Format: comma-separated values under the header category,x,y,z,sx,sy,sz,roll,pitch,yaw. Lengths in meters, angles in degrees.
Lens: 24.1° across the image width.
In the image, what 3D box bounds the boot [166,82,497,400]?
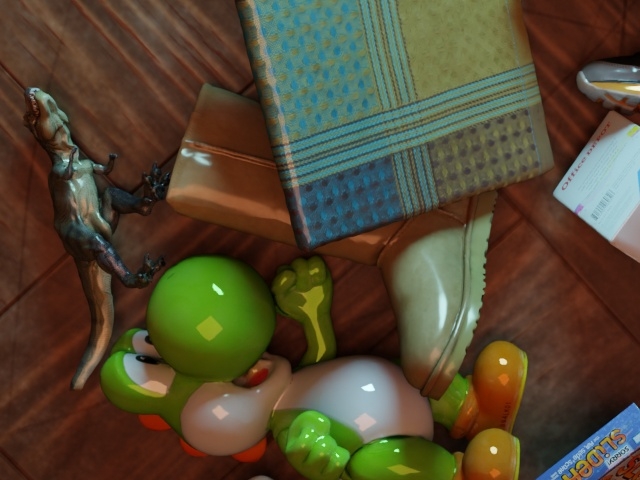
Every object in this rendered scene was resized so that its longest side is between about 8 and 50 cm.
category,x,y,z,sx,sy,sz,roll,pitch,yaw
boot,0.000,0.000,1.244,0.270,0.236,0.089,18,136,-4

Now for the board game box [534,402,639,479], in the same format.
category,x,y,z,sx,sy,sz,roll,pitch,yaw
board game box,0.250,0.215,1.284,0.136,0.201,0.035,-40,58,9

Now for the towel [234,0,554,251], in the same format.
category,x,y,z,sx,sy,sz,roll,pitch,yaw
towel,0.048,-0.202,1.201,0.271,0.040,0.370,-18,100,-30

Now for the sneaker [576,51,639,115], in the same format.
category,x,y,z,sx,sy,sz,roll,pitch,yaw
sneaker,0.322,-0.153,1.265,0.215,0.084,0.083,-5,87,-1

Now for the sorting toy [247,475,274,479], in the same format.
category,x,y,z,sx,sy,sz,roll,pitch,yaw
sorting toy,-0.071,0.325,1.351,0.208,0.038,0.193,-36,121,9

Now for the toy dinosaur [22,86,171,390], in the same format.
category,x,y,z,sx,sy,sz,roll,pitch,yaw
toy dinosaur,-0.187,-0.006,1.295,0.118,0.064,0.268,-7,95,32

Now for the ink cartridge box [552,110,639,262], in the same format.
category,x,y,z,sx,sy,sz,roll,pitch,yaw
ink cartridge box,0.271,-0.038,1.258,0.090,0.143,0.092,31,101,-22

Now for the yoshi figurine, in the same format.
category,x,y,z,sx,sy,sz,roll,pitch,yaw
yoshi figurine,-0.005,0.112,1.274,0.362,0.203,0.203,12,85,1
